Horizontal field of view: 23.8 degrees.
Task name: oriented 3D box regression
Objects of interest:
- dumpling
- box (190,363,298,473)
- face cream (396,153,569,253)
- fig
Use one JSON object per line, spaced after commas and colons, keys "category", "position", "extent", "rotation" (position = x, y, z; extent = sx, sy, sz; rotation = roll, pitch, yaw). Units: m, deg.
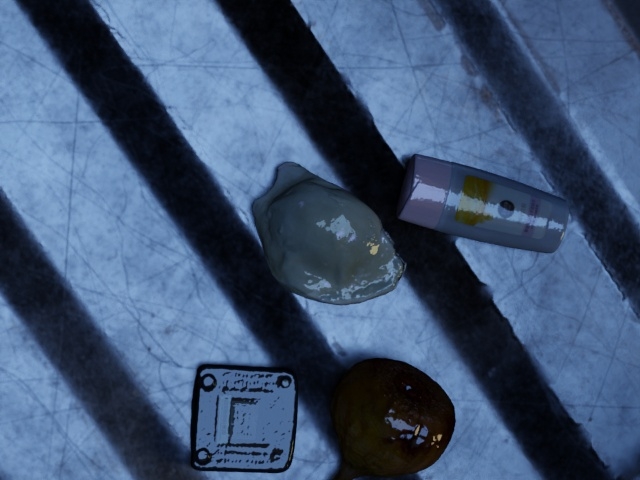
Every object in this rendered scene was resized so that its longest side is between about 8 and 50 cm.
{"category": "dumpling", "position": [0.000, 0.000, 1.738], "extent": [0.136, 0.118, 0.199], "rotation": [-43, 72, 4]}
{"category": "box", "position": [-0.088, 0.209, 1.769], "extent": [0.125, 0.027, 0.126], "rotation": [3, 92, -11]}
{"category": "face cream", "position": [0.193, -0.041, 1.795], "extent": [0.198, 0.057, 0.084], "rotation": [14, 89, -11]}
{"category": "fig", "position": [0.063, 0.242, 1.765], "extent": [0.146, 0.134, 0.201], "rotation": [33, 109, 18]}
